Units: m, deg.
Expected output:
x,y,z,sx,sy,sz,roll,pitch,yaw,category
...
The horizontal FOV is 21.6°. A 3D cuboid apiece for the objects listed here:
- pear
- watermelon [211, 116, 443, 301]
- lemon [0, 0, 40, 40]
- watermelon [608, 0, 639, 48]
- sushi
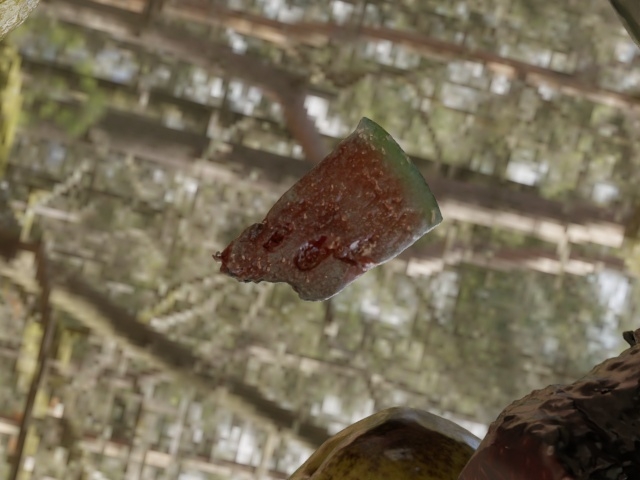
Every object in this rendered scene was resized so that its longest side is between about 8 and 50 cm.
x,y,z,sx,sy,sz,roll,pitch,yaw,category
0.053,0.214,1.113,0.197,0.197,0.197,-167,-90,-83,pear
0.017,-0.016,1.209,0.158,0.098,0.121,-29,165,-51,watermelon
-0.277,-0.254,1.118,0.240,0.240,0.219,-87,-165,-55,lemon
0.201,-0.181,0.473,0.279,0.279,0.359,-84,-174,-45,watermelon
0.126,0.142,0.760,0.136,0.126,0.225,54,-29,22,sushi
